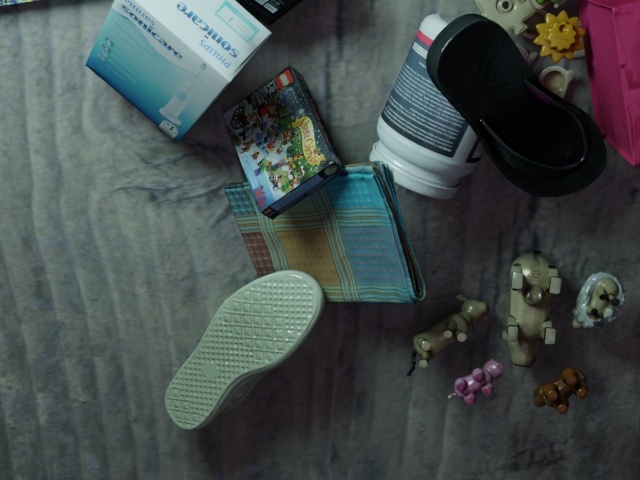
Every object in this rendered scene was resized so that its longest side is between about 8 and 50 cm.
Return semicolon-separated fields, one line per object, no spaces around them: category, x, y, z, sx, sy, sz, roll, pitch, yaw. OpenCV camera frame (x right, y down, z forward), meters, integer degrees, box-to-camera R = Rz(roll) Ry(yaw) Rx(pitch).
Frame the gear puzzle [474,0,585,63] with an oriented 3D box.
gear puzzle;0.319;-0.434;1.472;0.175;0.044;0.339;-34;98;3

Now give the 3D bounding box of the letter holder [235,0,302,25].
letter holder;-0.136;-0.535;1.439;0.302;0.214;0.152;29;146;-30

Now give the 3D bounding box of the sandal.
sandal;0.331;-0.181;1.428;0.446;0.107;0.167;32;103;-38

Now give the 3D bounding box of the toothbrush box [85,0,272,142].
toothbrush box;-0.245;-0.317;1.490;0.216;0.126;0.295;40;155;-10

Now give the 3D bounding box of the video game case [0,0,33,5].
video game case;-0.499;-0.527;1.561;0.232;0.042;0.210;-6;112;9

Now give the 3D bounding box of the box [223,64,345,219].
box;-0.069;-0.174;1.579;0.159;0.233;0.044;-34;148;18

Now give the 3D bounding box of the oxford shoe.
oxford shoe;-0.144;0.211;1.777;0.169;0.130;0.449;51;119;16

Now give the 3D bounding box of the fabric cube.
fabric cube;0.578;-0.294;1.428;0.258;0.254;0.259;-12;110;8

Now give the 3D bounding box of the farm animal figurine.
farm animal figurine;0.366;0.163;1.705;0.330;0.172;0.326;22;101;5

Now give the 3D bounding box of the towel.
towel;0.000;0.000;1.642;0.370;0.040;0.271;-4;114;39

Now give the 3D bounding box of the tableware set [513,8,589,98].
tableware set;0.390;-0.331;1.564;0.169;0.020;0.141;20;113;-3

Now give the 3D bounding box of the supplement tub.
supplement tub;0.212;-0.229;1.531;0.191;0.191;0.272;23;113;-4
